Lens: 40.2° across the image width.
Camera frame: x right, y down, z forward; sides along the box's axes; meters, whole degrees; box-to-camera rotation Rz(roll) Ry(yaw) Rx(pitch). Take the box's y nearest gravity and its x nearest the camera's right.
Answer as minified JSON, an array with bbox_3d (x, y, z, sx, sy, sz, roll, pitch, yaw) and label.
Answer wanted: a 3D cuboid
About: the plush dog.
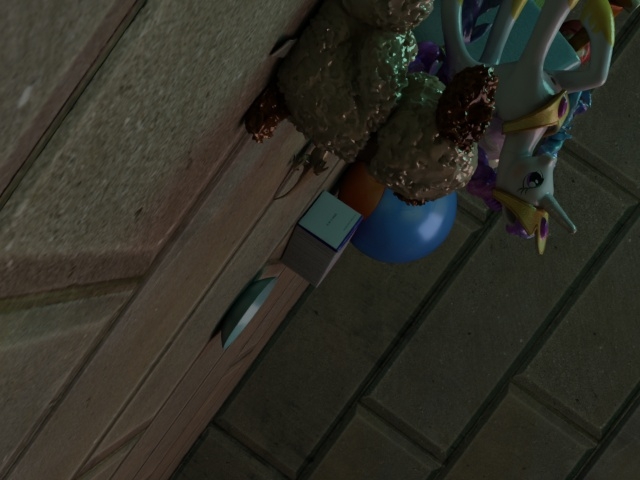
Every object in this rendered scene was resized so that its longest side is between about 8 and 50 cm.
[{"bbox_3d":[0.068,-0.132,0.921,0.210,0.225,0.262,-52,176,-21],"label":"plush dog"}]

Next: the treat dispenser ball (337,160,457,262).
[{"bbox_3d":[0.183,-0.088,2.094,0.288,0.288,0.288,-54,176,-6],"label":"treat dispenser ball"}]

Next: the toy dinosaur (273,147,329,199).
[{"bbox_3d":[-0.009,-0.120,1.348,0.183,0.053,0.092,-55,177,11],"label":"toy dinosaur"}]

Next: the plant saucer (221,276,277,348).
[{"bbox_3d":[-0.163,0.146,1.872,0.195,0.037,0.195,-54,175,-7],"label":"plant saucer"}]

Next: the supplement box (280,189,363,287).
[{"bbox_3d":[0.000,0.000,1.988,0.111,0.114,0.220,-53,174,-28],"label":"supplement box"}]

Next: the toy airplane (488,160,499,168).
[{"bbox_3d":[0.319,-0.278,1.933,0.386,0.272,0.384,-24,174,28],"label":"toy airplane"}]

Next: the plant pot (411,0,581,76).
[{"bbox_3d":[0.215,-0.273,1.422,0.252,0.247,0.247,-35,173,-8],"label":"plant pot"}]

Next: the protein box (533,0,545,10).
[{"bbox_3d":[0.415,-0.524,1.742,0.199,0.201,0.136,-55,175,15],"label":"protein box"}]

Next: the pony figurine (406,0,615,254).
[{"bbox_3d":[0.203,-0.191,1.131,0.303,0.351,0.363,0,103,-50],"label":"pony figurine"}]

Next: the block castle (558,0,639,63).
[{"bbox_3d":[0.482,-0.533,1.476,0.453,0.303,0.213,-45,178,35],"label":"block castle"}]
